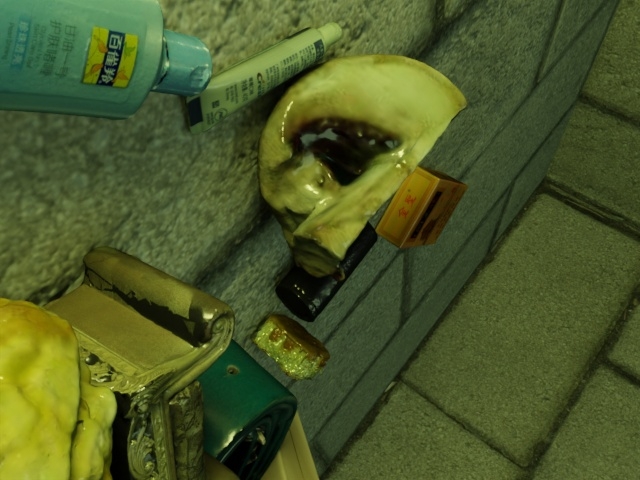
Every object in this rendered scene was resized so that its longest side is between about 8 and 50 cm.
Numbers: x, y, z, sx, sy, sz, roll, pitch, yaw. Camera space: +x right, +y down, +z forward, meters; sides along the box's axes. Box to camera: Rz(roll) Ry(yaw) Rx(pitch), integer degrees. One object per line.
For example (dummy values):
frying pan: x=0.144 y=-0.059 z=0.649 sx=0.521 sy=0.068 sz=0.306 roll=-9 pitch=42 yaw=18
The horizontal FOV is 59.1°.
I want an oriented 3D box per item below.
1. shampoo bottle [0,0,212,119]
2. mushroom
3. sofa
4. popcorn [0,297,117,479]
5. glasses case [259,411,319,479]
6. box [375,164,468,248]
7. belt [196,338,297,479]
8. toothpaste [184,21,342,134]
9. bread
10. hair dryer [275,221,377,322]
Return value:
shampoo bottle: x=-0.175 y=-0.135 z=0.384 sx=0.258 sy=0.061 sz=0.103 roll=-16 pitch=135 yaw=-59
mushroom: x=0.014 y=-0.093 z=0.733 sx=0.291 sy=0.212 sz=0.217 roll=-61 pitch=-168 yaw=-20
sofa: x=-0.161 y=0.151 z=0.559 sx=0.182 sy=0.200 sz=0.258 roll=-28 pitch=128 yaw=-46
popcorn: x=-0.261 y=0.147 z=0.350 sx=0.249 sy=0.249 sz=0.225 roll=-66 pitch=167 yaw=23
glasses case: x=-0.086 y=0.416 z=1.046 sx=0.144 sy=0.076 sz=0.336 roll=-60 pitch=-158 yaw=12
box: x=0.242 y=-0.076 z=1.316 sx=0.274 sy=0.076 sz=0.174 roll=-4 pitch=124 yaw=-63
belt: x=-0.202 y=0.341 z=0.849 sx=0.300 sy=0.173 sz=0.436 roll=-26 pitch=144 yaw=-49
toothpaste: x=-0.056 y=-0.183 z=0.601 sx=0.216 sy=0.037 sz=0.062 roll=-39 pitch=153 yaw=-27
bread: x=-0.048 y=0.195 z=1.020 sx=0.069 sy=0.128 sz=0.140 roll=-51 pitch=158 yaw=0
hair dryer: x=0.000 y=0.000 z=0.921 sx=0.197 sy=0.089 sz=0.251 roll=-48 pitch=151 yaw=-19
